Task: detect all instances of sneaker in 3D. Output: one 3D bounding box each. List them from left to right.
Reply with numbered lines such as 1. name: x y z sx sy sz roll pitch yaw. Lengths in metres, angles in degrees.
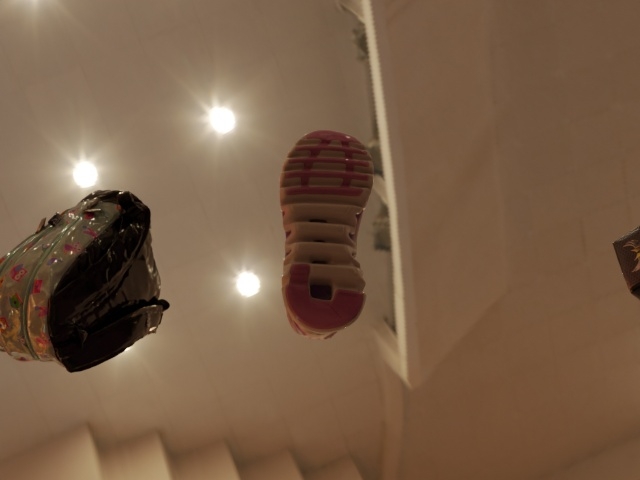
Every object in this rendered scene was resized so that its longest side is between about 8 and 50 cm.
1. sneaker: 0.000 0.000 1.167 0.095 0.236 0.104 6 -28 -3

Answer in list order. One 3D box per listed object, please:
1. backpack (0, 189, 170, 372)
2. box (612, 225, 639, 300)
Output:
1. backpack: -0.235 0.048 1.095 0.115 0.182 0.152 2 -61 26
2. box: 0.388 0.023 0.960 0.183 0.059 0.232 -35 -49 29
